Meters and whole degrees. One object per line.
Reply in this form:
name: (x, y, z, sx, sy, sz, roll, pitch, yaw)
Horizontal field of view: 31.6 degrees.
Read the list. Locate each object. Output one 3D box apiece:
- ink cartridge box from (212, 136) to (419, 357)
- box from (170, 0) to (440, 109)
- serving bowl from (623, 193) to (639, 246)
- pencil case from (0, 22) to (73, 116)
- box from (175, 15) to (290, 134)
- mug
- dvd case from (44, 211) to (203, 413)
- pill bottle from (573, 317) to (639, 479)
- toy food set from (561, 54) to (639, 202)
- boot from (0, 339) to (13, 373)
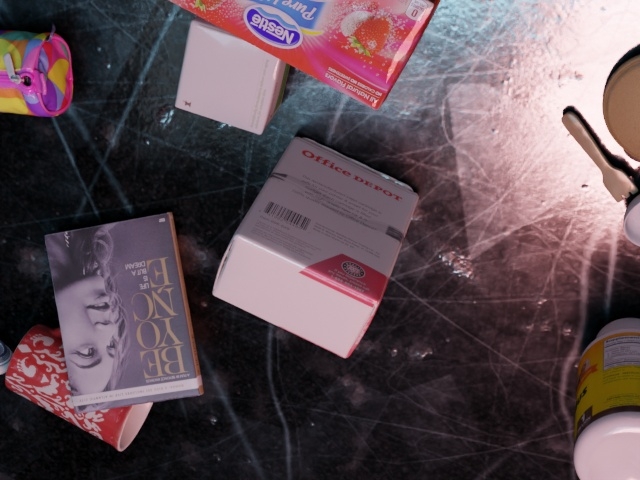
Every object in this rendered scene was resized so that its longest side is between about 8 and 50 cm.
ink cartridge box: (0.000, 0.000, 1.189, 0.158, 0.218, 0.092, 26, 127, 0)
box: (-0.017, -0.255, 1.108, 0.257, 0.123, 0.128, 28, 122, -1)
serving bowl: (0.357, -0.029, 1.181, 0.083, 0.027, 0.083, 0, 137, 0)
pencil case: (-0.392, -0.191, 1.261, 0.236, 0.104, 0.104, 4, 119, 14)
box: (-0.087, -0.184, 1.187, 0.102, 0.087, 0.101, 19, 122, 4)
mug: (-0.296, 0.167, 1.446, 0.169, 0.150, 0.113, 23, 158, 7)
dvd case: (-0.237, 0.088, 1.357, 0.164, 0.018, 0.221, -10, 91, 13)
pill bottle: (0.330, 0.173, 1.196, 0.117, 0.215, 0.117, 6, 120, 12)
toy food set: (0.348, -0.131, 1.134, 0.192, 0.038, 0.132, -31, 102, 39)
boot: (-0.483, 0.103, 1.463, 0.190, 0.069, 0.086, 23, 124, 4)
